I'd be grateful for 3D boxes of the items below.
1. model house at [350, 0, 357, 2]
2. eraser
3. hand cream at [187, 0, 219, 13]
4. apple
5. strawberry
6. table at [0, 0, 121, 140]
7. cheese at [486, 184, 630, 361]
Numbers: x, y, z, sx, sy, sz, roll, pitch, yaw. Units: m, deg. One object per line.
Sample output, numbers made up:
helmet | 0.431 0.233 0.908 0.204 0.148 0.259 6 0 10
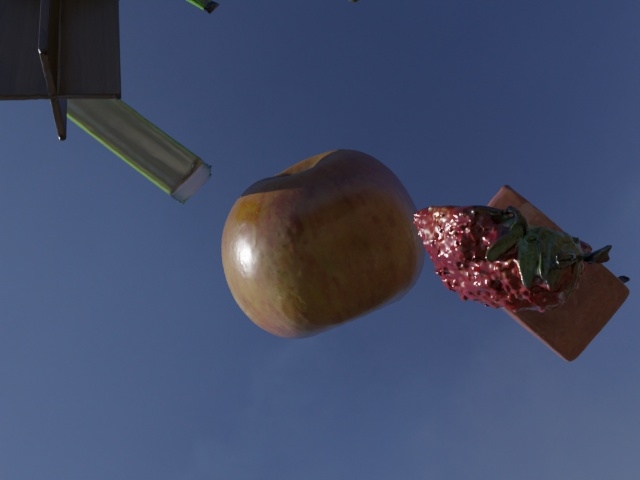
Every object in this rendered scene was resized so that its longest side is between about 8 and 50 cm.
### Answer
model house | 0.098 -0.421 0.772 0.174 0.267 0.239 4 -15 -10
eraser | -0.336 -0.180 1.346 0.092 0.274 0.210 -54 0 -4
hand cream | -0.255 -0.473 1.410 0.036 0.122 0.023 -58 -6 -37
apple | 0.000 0.000 1.409 0.401 0.333 0.400 -22 -7 -3
strawberry | 0.154 0.017 0.651 0.140 0.192 0.085 16 -93 -64
table | -0.288 -0.236 0.798 0.167 0.226 0.167 -8 -32 -5
cheese | 0.239 0.017 0.889 0.128 0.203 0.177 -49 -56 4
